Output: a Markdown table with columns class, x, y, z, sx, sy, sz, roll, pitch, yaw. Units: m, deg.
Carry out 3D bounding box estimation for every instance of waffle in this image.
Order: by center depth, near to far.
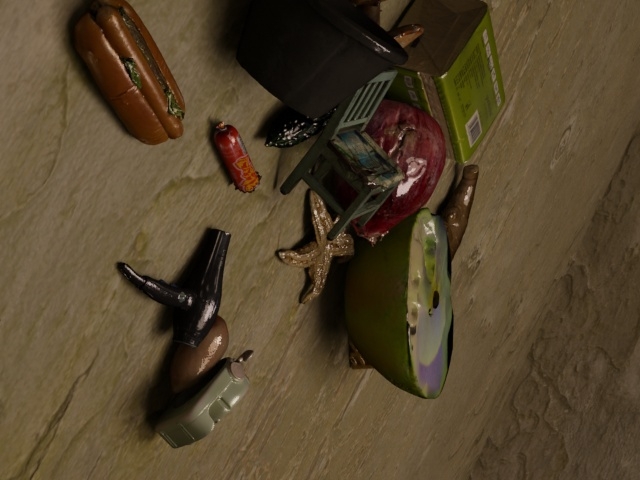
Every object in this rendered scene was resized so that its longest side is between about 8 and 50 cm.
| class | x | y | z | sx | sy | sz | roll | pitch | yaw |
| --- | --- | --- | --- | --- | --- | --- | --- | --- | --- |
| waffle | 0.071 | 0.206 | 2.132 | 0.032 | 0.125 | 0.191 | -41 | 108 | -35 |

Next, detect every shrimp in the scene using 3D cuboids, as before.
| class | x | y | z | sx | sy | sz | roll | pitch | yaw |
| --- | --- | --- | --- | --- | --- | --- | --- | --- | --- |
| shrimp | 0.064 | -0.304 | 1.587 | 0.133 | 0.236 | 0.053 | -90 | 157 | -73 |

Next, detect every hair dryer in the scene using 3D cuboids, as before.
| class | x | y | z | sx | sy | sz | roll | pitch | yaw |
| --- | --- | --- | --- | --- | --- | --- | --- | --- | --- |
| hair dryer | -0.229 | 0.055 | 1.480 | 0.219 | 0.075 | 0.195 | 29 | 75 | -54 |

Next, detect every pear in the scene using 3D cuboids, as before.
| class | x | y | z | sx | sy | sz | roll | pitch | yaw |
| --- | --- | --- | --- | --- | --- | --- | --- | --- | --- |
| pear | 0.157 | 0.130 | 1.996 | 0.399 | 0.165 | 0.398 | -1 | 90 | -69 |

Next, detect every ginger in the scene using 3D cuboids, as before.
| class | x | y | z | sx | sy | sz | roll | pitch | yaw |
| --- | --- | --- | --- | --- | --- | --- | --- | --- | --- |
| ginger | 0.307 | -0.017 | 2.309 | 0.166 | 0.080 | 0.333 | 54 | 55 | -74 |

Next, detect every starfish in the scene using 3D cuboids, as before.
| class | x | y | z | sx | sy | sz | roll | pitch | yaw |
| --- | --- | --- | --- | --- | --- | --- | --- | --- | --- |
| starfish | 0.000 | 0.000 | 1.837 | 0.236 | 0.062 | 0.277 | 8 | 107 | -55 |

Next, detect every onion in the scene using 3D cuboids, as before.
| class | x | y | z | sx | sy | sz | roll | pitch | yaw |
| --- | --- | --- | --- | --- | --- | --- | --- | --- | --- |
| onion | 0.136 | -0.120 | 1.791 | 0.227 | 0.120 | 0.283 | 7 | 98 | -21 |

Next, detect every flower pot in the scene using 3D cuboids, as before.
| class | x | y | z | sx | sy | sz | roll | pitch | yaw |
| --- | --- | --- | --- | --- | --- | --- | --- | --- | --- |
| flower pot | -0.017 | -0.292 | 1.429 | 0.166 | 0.269 | 0.269 | -55 | 155 | 17 |

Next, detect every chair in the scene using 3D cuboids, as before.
| class | x | y | z | sx | sy | sz | roll | pitch | yaw |
| --- | --- | --- | --- | --- | --- | --- | --- | --- | --- |
| chair | 0.074 | -0.147 | 1.643 | 0.270 | 0.147 | 0.136 | -52 | 166 | 28 |

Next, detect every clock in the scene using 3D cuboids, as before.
| class | x | y | z | sx | sy | sz | roll | pitch | yaw |
| --- | --- | --- | --- | --- | --- | --- | --- | --- | --- |
| clock | -0.183 | 0.261 | 1.604 | 0.191 | 0.062 | 0.151 | -47 | -171 | -37 |

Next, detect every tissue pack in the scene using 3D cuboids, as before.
| class | x | y | z | sx | sy | sz | roll | pitch | yaw |
| --- | --- | --- | --- | --- | --- | --- | --- | --- | --- |
| tissue pack | 0.245 | -0.321 | 1.892 | 0.200 | 0.167 | 0.274 | -58 | 148 | -20 |

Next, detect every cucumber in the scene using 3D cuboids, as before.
| class | x | y | z | sx | sy | sz | roll | pitch | yaw |
| --- | --- | --- | --- | --- | --- | --- | --- | --- | --- |
| cucumber | 0.006 | -0.228 | 1.652 | 0.300 | 0.072 | 0.072 | -38 | 140 | -42 |

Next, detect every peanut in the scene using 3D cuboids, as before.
| class | x | y | z | sx | sy | sz | roll | pitch | yaw |
| --- | --- | --- | --- | --- | --- | --- | --- | --- | --- |
| peanut | -0.205 | 0.191 | 1.587 | 0.152 | 0.076 | 0.076 | -61 | 151 | -5 |

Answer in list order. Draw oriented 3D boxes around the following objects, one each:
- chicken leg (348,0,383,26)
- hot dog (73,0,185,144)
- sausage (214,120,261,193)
| class | x | y | z | sx | sy | sz | roll | pitch | yaw |
| --- | --- | --- | --- | --- | --- | --- | --- | --- | --- |
| chicken leg | 0.131 | -0.469 | 1.522 | 0.409 | 0.295 | 0.182 | 101 | 9 | -46 |
| hot dog | -0.240 | -0.215 | 1.251 | 0.100 | 0.068 | 0.249 | -57 | 150 | -20 |
| sausage | -0.134 | -0.137 | 1.508 | 0.050 | 0.048 | 0.145 | -22 | 140 | -1 |
